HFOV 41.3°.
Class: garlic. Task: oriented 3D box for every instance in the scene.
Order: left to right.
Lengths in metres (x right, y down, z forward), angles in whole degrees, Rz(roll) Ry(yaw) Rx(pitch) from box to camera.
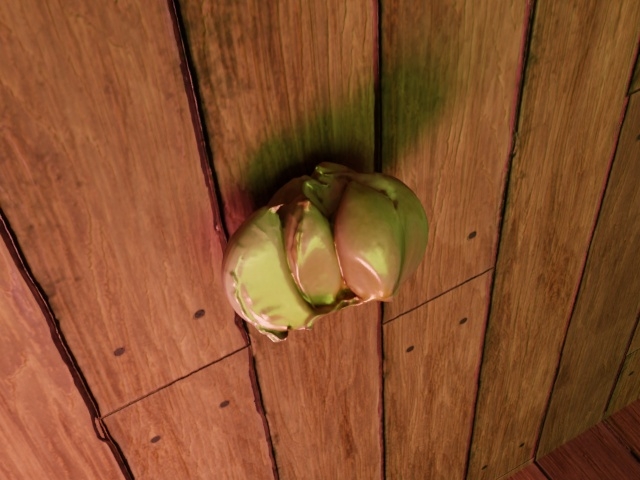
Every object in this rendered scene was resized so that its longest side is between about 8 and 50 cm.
[{"bbox_3d":[0.004,-0.008,1.139,0.281,0.184,0.203,-15,114,1],"label":"garlic"}]
